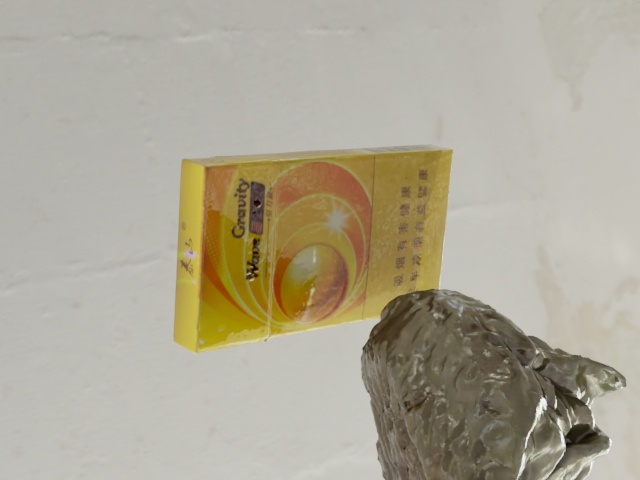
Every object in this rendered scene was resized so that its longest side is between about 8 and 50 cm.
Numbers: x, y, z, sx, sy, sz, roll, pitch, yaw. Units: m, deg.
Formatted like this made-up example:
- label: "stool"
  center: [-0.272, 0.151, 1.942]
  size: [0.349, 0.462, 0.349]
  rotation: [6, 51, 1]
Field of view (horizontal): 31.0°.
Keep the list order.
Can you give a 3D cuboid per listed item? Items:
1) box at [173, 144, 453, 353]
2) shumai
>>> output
- label: "box"
  center: [0.000, 0.000, 0.968]
  size: [0.269, 0.043, 0.152]
  rotation: [-6, -75, -39]
- label: "shumai"
  center: [0.141, 0.131, 0.818]
  size: [0.218, 0.185, 0.183]
  rotation: [-125, 28, -64]
